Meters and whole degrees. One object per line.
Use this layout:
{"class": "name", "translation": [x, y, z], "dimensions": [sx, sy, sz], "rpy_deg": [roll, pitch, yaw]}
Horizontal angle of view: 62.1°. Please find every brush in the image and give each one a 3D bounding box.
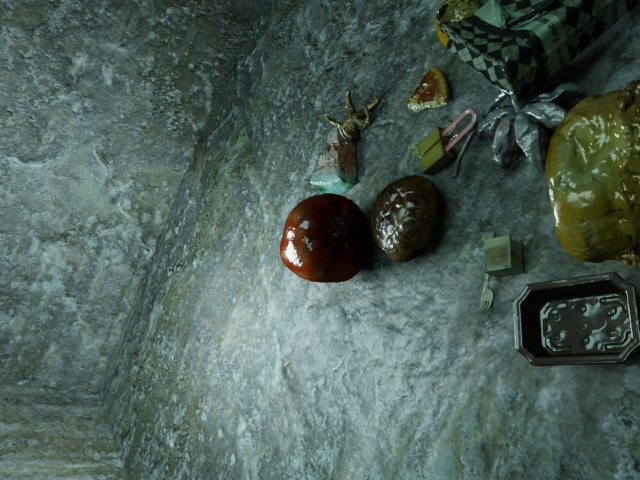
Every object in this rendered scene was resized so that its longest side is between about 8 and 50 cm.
{"class": "brush", "translation": [0.362, -0.287, 1.490], "dimensions": [0.233, 0.047, 0.103], "rpy_deg": [-44, 45, 51]}

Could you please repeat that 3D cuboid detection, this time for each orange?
{"class": "orange", "translation": [0.406, -0.642, 1.559], "dimensions": [0.156, 0.134, 0.157], "rpy_deg": [-35, 49, 55]}

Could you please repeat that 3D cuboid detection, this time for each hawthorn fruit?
{"class": "hawthorn fruit", "translation": [0.003, 0.004, 1.682], "dimensions": [0.311, 0.295, 0.295], "rpy_deg": [-41, 47, 35]}

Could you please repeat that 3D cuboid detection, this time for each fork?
{"class": "fork", "translation": [0.419, 0.080, 1.335], "dimensions": [0.034, 0.028, 0.220], "rpy_deg": [-15, 60, 56]}

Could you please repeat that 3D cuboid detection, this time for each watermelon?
{"class": "watermelon", "translation": [0.063, -0.289, 1.884], "dimensions": [0.154, 0.094, 0.241], "rpy_deg": [-9, 65, 43]}

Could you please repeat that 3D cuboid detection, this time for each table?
{"class": "table", "translation": [0.443, 0.038, 1.285], "dimensions": [0.079, 0.062, 0.083], "rpy_deg": [-16, 63, 47]}

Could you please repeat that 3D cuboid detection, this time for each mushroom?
{"class": "mushroom", "translation": [0.238, -0.066, 1.518], "dimensions": [0.253, 0.153, 0.253], "rpy_deg": [-38, 43, 48]}

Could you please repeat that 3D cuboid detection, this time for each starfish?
{"class": "starfish", "translation": [0.119, -0.448, 1.859], "dimensions": [0.189, 0.074, 0.146], "rpy_deg": [-36, 61, 8]}

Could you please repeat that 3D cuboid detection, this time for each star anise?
{"class": "star anise", "translation": [0.489, -0.287, 1.299], "dimensions": [0.360, 0.139, 0.316], "rpy_deg": [-63, 29, 5]}

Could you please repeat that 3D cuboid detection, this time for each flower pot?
{"class": "flower pot", "translation": [0.536, 0.171, 1.100], "dimensions": [0.250, 0.084, 0.179], "rpy_deg": [-16, 63, 46]}

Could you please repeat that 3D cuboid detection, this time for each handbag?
{"class": "handbag", "translation": [0.517, -0.559, 1.264], "dimensions": [0.416, 0.180, 0.317], "rpy_deg": [-40, 44, 5]}

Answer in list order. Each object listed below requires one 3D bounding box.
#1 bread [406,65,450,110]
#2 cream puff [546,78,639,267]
{"class": "bread", "translation": [0.342, -0.469, 1.626], "dimensions": [0.154, 0.054, 0.136], "rpy_deg": [5, 81, 46]}
{"class": "cream puff", "translation": [0.575, -0.118, 0.976], "dimensions": [0.231, 0.327, 0.343], "rpy_deg": [0, 34, 47]}
